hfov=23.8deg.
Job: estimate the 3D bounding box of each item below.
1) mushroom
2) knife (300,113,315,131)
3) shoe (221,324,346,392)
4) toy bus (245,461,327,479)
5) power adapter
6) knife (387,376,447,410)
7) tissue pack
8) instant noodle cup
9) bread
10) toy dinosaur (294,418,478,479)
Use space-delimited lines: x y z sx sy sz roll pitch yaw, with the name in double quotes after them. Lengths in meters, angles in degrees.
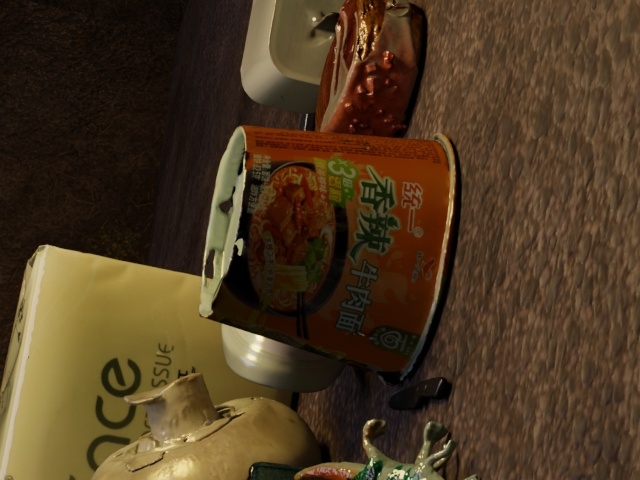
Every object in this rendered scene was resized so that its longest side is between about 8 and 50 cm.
-0.122 0.231 1.520 0.246 0.246 0.202 -146 37 -77 "mushroom"
-0.016 -0.161 1.961 0.031 0.018 0.121 149 131 -65 "knife"
-0.018 0.010 1.536 0.363 0.131 0.160 -87 10 -66 "shoe"
-0.031 0.312 1.298 0.275 0.138 0.167 114 165 -55 "toy bus"
-0.005 -0.257 1.735 0.255 0.124 0.187 163 117 -78 "power adapter"
0.078 0.129 1.259 0.170 0.010 0.023 141 145 -75 "knife"
-0.208 0.238 1.735 0.205 0.331 0.405 146 134 -69 "tissue pack"
0.000 0.000 1.328 0.230 0.182 0.230 -168 90 -78 "instant noodle cup"
0.049 -0.168 1.521 0.160 0.073 0.160 -166 90 -76 "bread"
0.047 0.188 1.139 0.187 0.044 0.106 -24 40 27 "toy dinosaur"
